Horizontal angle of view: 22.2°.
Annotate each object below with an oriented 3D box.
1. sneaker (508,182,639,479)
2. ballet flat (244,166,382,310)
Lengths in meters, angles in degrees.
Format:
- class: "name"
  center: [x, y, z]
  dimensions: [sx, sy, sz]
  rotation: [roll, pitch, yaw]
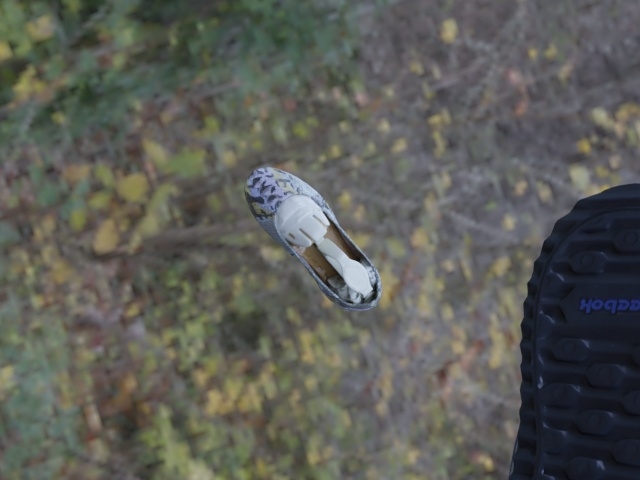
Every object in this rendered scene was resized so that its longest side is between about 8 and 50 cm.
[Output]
- class: "sneaker"
  center: [0.078, 0.091, 0.440]
  dimensions: [0.082, 0.069, 0.209]
  rotation: [42, 62, -49]
- class: "ballet flat"
  center: [0.000, 0.000, 0.983]
  dimensions: [0.114, 0.041, 0.041]
  rotation: [49, 16, -22]
